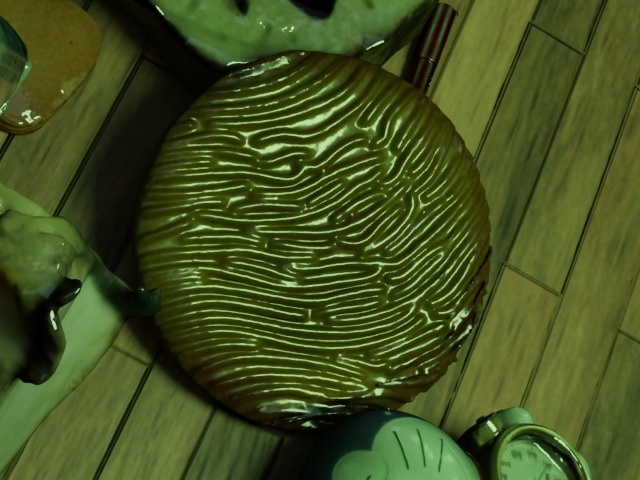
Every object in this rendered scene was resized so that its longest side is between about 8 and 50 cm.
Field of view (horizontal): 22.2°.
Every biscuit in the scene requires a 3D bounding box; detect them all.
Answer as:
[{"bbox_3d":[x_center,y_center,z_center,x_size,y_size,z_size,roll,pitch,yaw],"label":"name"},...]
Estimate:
[{"bbox_3d":[-0.261,-0.202,1.367,0.192,0.036,0.186,43,59,-4],"label":"biscuit"},{"bbox_3d":[0.000,0.000,1.349,0.318,0.040,0.318,1,88,-22],"label":"biscuit"}]

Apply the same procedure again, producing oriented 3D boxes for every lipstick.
[{"bbox_3d":[0.088,-0.142,1.498,0.027,0.027,0.176,27,65,-12],"label":"lipstick"}]

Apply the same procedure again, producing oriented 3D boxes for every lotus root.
[{"bbox_3d":[-0.061,-0.303,1.452,0.375,0.111,0.390,11,70,-17],"label":"lotus root"}]

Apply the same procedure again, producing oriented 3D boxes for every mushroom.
[{"bbox_3d":[-0.368,0.028,1.165,0.397,0.224,0.313,37,80,8],"label":"mushroom"}]

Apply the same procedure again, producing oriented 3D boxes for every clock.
[{"bbox_3d":[0.096,0.223,1.297,0.243,0.146,0.199,14,61,-22],"label":"clock"}]

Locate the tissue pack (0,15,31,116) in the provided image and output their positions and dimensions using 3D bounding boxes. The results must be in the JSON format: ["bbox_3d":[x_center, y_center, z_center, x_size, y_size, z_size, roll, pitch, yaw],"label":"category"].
[{"bbox_3d":[-0.339,-0.176,1.155,0.228,0.315,0.103,35,90,0],"label":"tissue pack"}]
